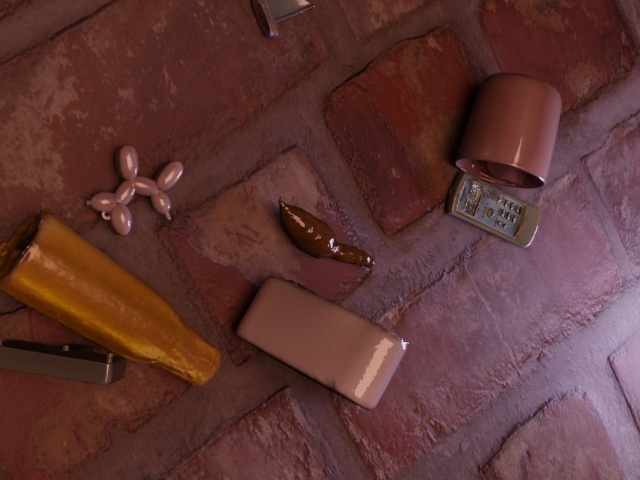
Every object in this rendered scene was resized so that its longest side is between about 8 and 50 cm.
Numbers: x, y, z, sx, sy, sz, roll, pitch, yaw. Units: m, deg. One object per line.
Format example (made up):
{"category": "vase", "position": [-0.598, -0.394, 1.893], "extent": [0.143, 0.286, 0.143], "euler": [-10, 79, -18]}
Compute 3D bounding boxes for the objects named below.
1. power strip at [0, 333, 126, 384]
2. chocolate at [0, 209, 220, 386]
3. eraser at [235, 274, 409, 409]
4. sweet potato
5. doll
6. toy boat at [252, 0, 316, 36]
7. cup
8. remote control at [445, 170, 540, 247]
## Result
{"category": "power strip", "position": [-0.441, 0.201, 1.800], "extent": [0.216, 0.145, 0.061], "euler": [9, 91, 8]}
{"category": "chocolate", "position": [-0.371, 0.128, 1.837], "extent": [0.445, 0.162, 0.162], "euler": [39, 76, -28]}
{"category": "eraser", "position": [0.037, 0.211, 1.948], "extent": [0.331, 0.331, 0.150], "euler": [34, 79, -24]}
{"category": "sweet potato", "position": [0.001, 0.002, 2.049], "extent": [0.269, 0.075, 0.074], "euler": [32, 79, -34]}
{"category": "doll", "position": [-0.339, -0.086, 1.878], "extent": [0.161, 0.059, 0.160], "euler": [16, 85, -27]}
{"category": "toy boat", "position": [-0.070, -0.454, 2.009], "extent": [0.122, 0.034, 0.096], "euler": [-30, 106, -31]}
{"category": "cup", "position": [0.416, -0.223, 2.193], "extent": [0.253, 0.192, 0.200], "euler": [28, 76, -55]}
{"category": "remote control", "position": [0.377, -0.064, 2.250], "extent": [0.234, 0.038, 0.098], "euler": [23, 82, -25]}
